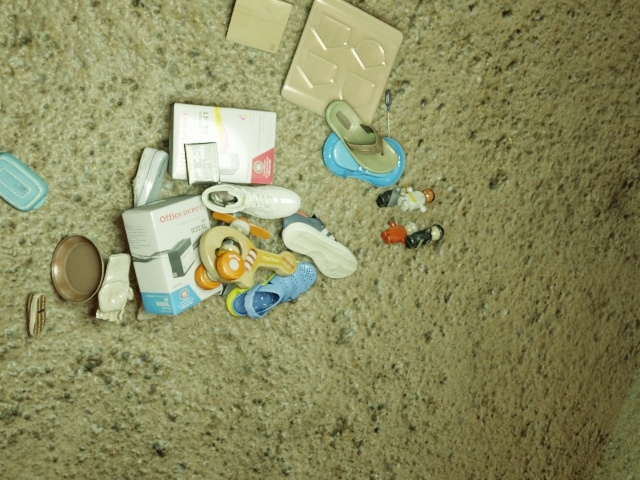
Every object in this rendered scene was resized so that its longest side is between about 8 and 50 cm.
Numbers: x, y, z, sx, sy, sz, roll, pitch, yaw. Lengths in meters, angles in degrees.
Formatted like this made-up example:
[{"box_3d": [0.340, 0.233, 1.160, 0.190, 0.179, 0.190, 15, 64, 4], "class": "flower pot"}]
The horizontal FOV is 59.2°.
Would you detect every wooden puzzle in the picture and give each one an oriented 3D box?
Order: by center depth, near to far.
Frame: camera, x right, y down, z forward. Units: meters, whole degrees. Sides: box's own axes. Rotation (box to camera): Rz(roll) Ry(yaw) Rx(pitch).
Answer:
[{"box_3d": [0.067, -0.568, 1.827, 0.321, 0.080, 0.348, 19, 97, -21], "class": "wooden puzzle"}]

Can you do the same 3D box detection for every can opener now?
[{"box_3d": [-0.301, 0.041, 1.817, 0.095, 0.075, 0.284, 10, 97, -53], "class": "can opener"}]

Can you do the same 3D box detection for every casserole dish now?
[{"box_3d": [-0.864, -0.162, 1.587, 0.114, 0.037, 0.188, -47, 112, -6], "class": "casserole dish"}]

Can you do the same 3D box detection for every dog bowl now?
[{"box_3d": [0.138, -0.281, 1.901, 0.297, 0.074, 0.166, 12, 96, -22], "class": "dog bowl"}]

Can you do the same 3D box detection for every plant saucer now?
[{"box_3d": [-0.698, 0.082, 1.642, 0.198, 0.036, 0.199, -1, 88, 23], "class": "plant saucer"}]

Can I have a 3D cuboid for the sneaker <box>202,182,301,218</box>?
[{"box_3d": [-0.206, -0.113, 1.688, 0.292, 0.169, 0.108, 5, 100, -1], "class": "sneaker"}]

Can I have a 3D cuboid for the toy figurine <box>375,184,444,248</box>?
[{"box_3d": [0.307, -0.084, 1.925, 0.148, 0.213, 0.210, -17, 102, -26], "class": "toy figurine"}]

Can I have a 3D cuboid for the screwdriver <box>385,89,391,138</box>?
[{"box_3d": [0.231, -0.430, 1.939, 0.025, 0.024, 0.170, 4, 107, 10], "class": "screwdriver"}]

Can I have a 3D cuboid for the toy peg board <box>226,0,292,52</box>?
[{"box_3d": [-0.189, -0.676, 1.704, 0.161, 0.079, 0.161, 10, 133, -20], "class": "toy peg board"}]

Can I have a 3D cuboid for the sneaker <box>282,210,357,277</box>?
[{"box_3d": [0.000, 0.000, 1.885, 0.131, 0.148, 0.350, -33, 135, 18], "class": "sneaker"}]

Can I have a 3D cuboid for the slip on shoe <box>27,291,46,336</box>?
[{"box_3d": [-0.842, 0.216, 1.662, 0.041, 0.051, 0.136, 15, 106, 18], "class": "slip on shoe"}]

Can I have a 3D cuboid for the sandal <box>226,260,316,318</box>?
[{"box_3d": [-0.147, 0.172, 1.849, 0.317, 0.138, 0.126, -29, 106, -14], "class": "sandal"}]

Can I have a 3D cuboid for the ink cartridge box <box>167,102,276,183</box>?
[{"box_3d": [-0.299, -0.291, 1.714, 0.305, 0.131, 0.226, 0, 100, -21], "class": "ink cartridge box"}]

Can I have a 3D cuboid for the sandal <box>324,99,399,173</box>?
[{"box_3d": [0.134, -0.323, 1.805, 0.302, 0.086, 0.120, 40, 85, -21], "class": "sandal"}]

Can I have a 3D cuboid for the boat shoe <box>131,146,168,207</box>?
[{"box_3d": [-0.524, -0.170, 1.694, 0.075, 0.083, 0.227, 23, 96, 9], "class": "boat shoe"}]

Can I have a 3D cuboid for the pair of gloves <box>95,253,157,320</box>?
[{"box_3d": [-0.552, 0.146, 1.681, 0.240, 0.042, 0.204, 12, 98, -57], "class": "pair of gloves"}]

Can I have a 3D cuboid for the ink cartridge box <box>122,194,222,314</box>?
[{"box_3d": [-0.431, 0.036, 1.670, 0.223, 0.128, 0.308, -29, 113, -55], "class": "ink cartridge box"}]

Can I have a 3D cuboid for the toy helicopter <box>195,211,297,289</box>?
[{"box_3d": [-0.215, 0.036, 1.728, 0.354, 0.140, 0.235, 13, 62, -43], "class": "toy helicopter"}]

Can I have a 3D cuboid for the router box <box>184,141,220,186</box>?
[{"box_3d": [-0.340, -0.221, 1.623, 0.092, 0.038, 0.123, -7, 104, -18], "class": "router box"}]
